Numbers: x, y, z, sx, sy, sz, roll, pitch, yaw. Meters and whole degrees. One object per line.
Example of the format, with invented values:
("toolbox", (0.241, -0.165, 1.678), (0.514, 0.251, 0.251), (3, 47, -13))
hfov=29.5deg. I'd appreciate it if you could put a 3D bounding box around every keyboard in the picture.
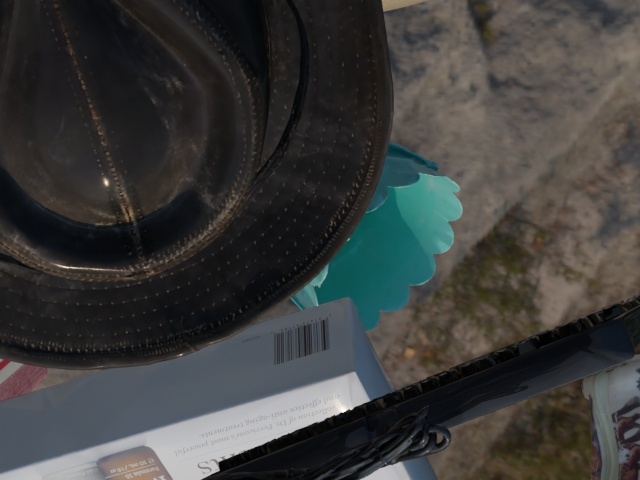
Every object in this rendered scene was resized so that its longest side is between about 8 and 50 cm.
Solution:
("keyboard", (0.045, 0.106, 0.727), (0.201, 0.317, 0.033), (-23, 86, -60))

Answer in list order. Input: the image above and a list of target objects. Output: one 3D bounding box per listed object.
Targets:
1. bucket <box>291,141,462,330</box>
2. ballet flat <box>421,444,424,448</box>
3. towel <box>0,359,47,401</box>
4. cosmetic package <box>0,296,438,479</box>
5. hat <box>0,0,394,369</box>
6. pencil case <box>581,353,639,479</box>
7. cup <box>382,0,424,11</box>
("bucket", (0.039, -0.025, 1.704), (0.281, 0.183, 0.281), (-33, 145, -26))
("ballet flat", (0.078, 0.301, 1.683), (0.316, 0.106, 0.107), (16, 67, -46))
("towel", (-0.474, 0.107, 1.737), (0.237, 0.037, 0.329), (-51, 146, -61))
("cosmetic package", (-0.098, 0.227, 1.061), (0.377, 0.097, 0.284), (-18, 128, 12))
("hat", (-0.110, -0.081, 0.536), (0.331, 0.134, 0.331), (-1, 103, -6))
("pencil case", (0.316, 0.303, 1.111), (0.184, 0.160, 0.410), (12, 73, -28))
("cup", (-0.008, -0.320, 1.039), (0.237, 0.331, 0.331), (-30, 120, 17))
